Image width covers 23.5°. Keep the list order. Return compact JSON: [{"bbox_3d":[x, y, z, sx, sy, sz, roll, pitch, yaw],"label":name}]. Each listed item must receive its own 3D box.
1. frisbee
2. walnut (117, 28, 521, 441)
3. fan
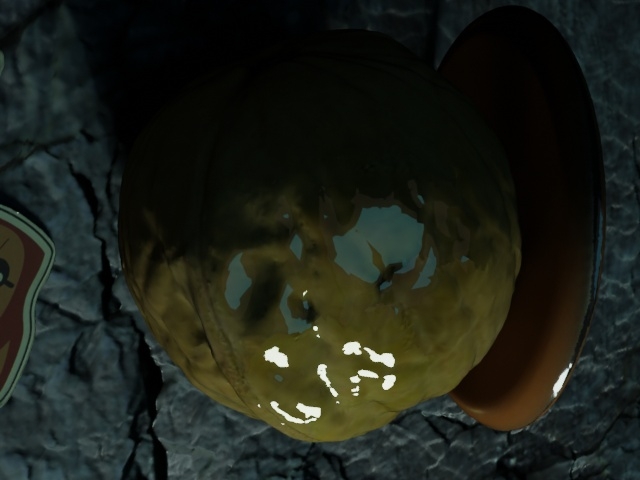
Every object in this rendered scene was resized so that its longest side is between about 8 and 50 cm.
[{"bbox_3d":[0.101,-0.013,0.909,0.021,0.251,0.251,0,111,-18],"label":"frisbee"},{"bbox_3d":[0.000,0.000,0.846,0.228,0.228,0.228,-18,121,-33],"label":"walnut"},{"bbox_3d":[-0.198,0.001,0.826,0.132,0.009,0.220,-1,112,-42],"label":"fan"}]
